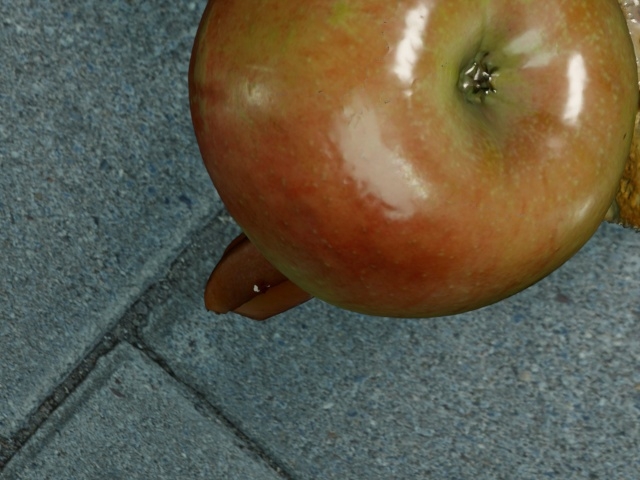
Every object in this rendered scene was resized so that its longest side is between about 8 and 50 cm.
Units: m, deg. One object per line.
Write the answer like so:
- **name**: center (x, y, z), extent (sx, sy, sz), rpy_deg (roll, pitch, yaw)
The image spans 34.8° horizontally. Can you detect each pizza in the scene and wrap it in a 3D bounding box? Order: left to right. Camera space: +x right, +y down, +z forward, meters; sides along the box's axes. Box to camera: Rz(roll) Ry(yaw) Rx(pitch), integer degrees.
- **pizza**: center (0.239, -0.064, 0.788), extent (0.053, 0.193, 0.201), rpy_deg (-4, 141, -20)

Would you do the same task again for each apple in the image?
- **apple**: center (0.069, -0.103, 0.726), extent (0.319, 0.319, 0.277), rpy_deg (55, 152, -14)

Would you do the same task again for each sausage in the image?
- **sausage**: center (0.000, 0.000, 1.012), extent (0.330, 0.102, 0.102), rpy_deg (-31, 104, 41)
